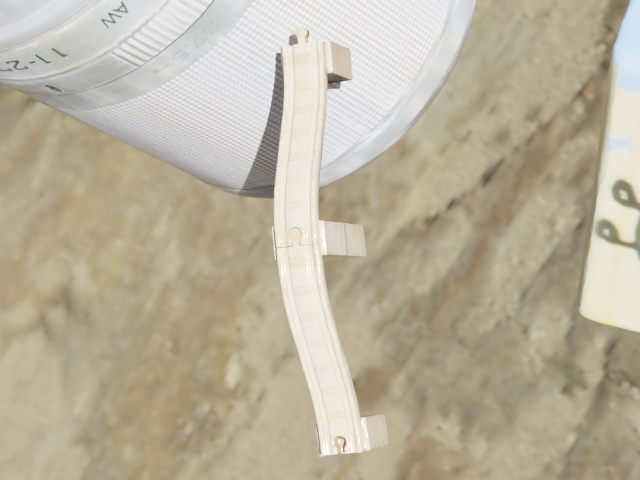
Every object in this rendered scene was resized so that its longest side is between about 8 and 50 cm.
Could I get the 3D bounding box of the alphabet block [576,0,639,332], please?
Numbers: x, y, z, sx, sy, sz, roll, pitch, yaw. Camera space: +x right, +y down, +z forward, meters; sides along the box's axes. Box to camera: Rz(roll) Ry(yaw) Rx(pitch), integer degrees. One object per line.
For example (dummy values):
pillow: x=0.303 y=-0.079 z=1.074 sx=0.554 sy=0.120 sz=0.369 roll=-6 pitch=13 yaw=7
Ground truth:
alphabet block: x=0.257 y=-0.065 z=0.936 sx=0.192 sy=0.197 sz=0.193 roll=15 pitch=49 yaw=16

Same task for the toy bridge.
toy bridge: x=0.000 y=0.000 z=0.746 sx=0.026 sy=0.063 sz=0.188 roll=-7 pitch=87 yaw=19

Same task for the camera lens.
camera lens: x=-0.069 y=-0.156 z=0.840 sx=0.219 sy=0.274 sz=0.219 roll=-14 pitch=65 yaw=33
